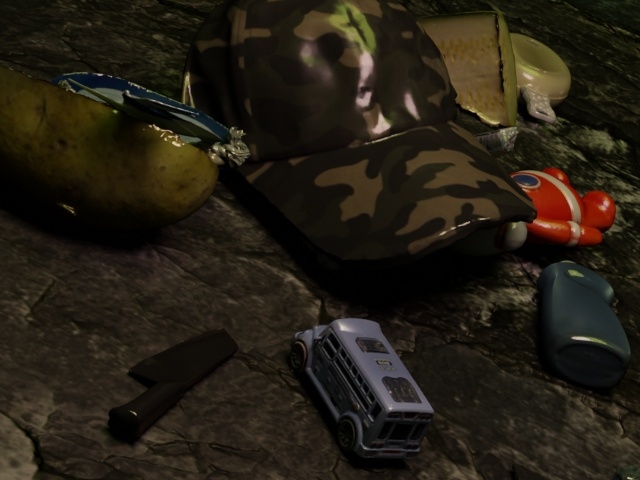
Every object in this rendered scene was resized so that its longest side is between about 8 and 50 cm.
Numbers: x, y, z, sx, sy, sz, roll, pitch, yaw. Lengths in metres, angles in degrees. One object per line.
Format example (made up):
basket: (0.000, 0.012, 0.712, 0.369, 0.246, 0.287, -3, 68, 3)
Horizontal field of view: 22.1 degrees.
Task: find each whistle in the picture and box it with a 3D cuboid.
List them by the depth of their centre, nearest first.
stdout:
whistle: (0.000, 0.000, 1.760, 0.035, 0.035, 0.100, 3, 33, -36)

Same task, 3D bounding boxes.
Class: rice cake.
rice cake: (0.181, -0.111, 1.980, 0.033, 0.033, 0.207, -5, -2, -22)

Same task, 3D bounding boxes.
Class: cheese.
cheese: (0.306, -0.229, 2.383, 0.137, 0.064, 0.227, 17, 30, -13)

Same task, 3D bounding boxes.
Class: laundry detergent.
laundry detergent: (0.287, 0.083, 1.824, 0.096, 0.061, 0.206, 13, 28, -6)

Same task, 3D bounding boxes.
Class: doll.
doll: (0.209, -0.043, 1.929, 0.336, 0.105, 0.200, -5, 29, -45)

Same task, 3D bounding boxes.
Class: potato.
potato: (-0.241, -0.076, 1.608, 0.271, 0.111, 0.160, 22, -12, -5)

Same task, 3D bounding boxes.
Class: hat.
hat: (0.058, -0.146, 1.776, 0.366, 0.257, 0.381, -21, 25, -27)

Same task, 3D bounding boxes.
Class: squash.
squash: (0.146, -0.238, 2.314, 0.252, 0.169, 0.093, -3, 17, 20)

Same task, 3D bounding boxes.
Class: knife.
knife: (-0.133, 0.117, 1.464, 0.060, 0.028, 0.230, 20, 23, 17)

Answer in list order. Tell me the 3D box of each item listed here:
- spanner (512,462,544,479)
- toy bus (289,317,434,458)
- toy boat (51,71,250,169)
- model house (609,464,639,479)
spanner: (0.202, 0.271, 1.475, 0.046, 0.012, 0.208, 17, 29, -18)
toy bus: (0.038, 0.128, 1.521, 0.073, 0.076, 0.167, 5, 34, -34)
toy boat: (-0.164, -0.130, 1.634, 0.220, 0.067, 0.291, 22, -8, -8)
model house: (0.289, 0.243, 1.519, 0.078, 0.083, 0.066, 8, 30, -28)
